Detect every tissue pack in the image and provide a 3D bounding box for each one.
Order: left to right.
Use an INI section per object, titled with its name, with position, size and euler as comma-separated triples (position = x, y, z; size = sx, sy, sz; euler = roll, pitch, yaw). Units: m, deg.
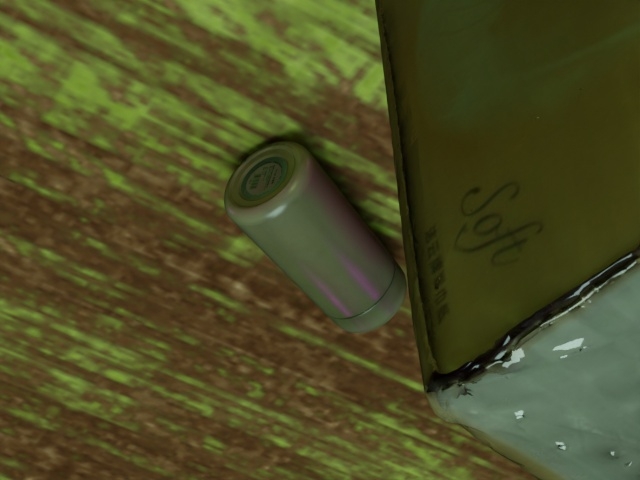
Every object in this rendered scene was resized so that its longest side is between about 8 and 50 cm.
[tissue pack]
position = 0.158, -0.065, 0.533
size = 0.239, 0.305, 0.238
euler = -2, 131, -2

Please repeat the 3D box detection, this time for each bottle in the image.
[bottle]
position = 0.000, 0.000, 0.766
size = 0.045, 0.045, 0.096
euler = -25, 132, 20
